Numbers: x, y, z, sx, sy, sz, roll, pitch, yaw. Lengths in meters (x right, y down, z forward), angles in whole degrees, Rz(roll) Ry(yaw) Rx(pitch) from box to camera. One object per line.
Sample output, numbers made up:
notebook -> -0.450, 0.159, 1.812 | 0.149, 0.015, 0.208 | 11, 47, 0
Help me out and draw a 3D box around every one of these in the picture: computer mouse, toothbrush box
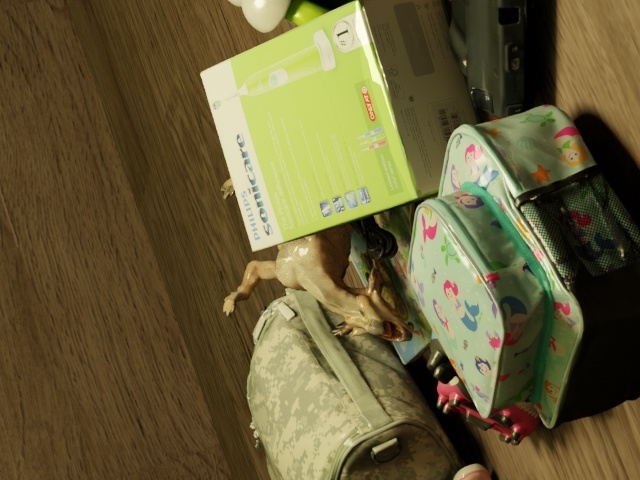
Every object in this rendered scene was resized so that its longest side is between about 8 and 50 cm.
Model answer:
computer mouse -> 0.068, -0.084, 2.104 | 0.106, 0.042, 0.193 | -123, 36, -55
toothbrush box -> 0.023, -0.123, 2.000 | 0.283, 0.122, 0.206 | -19, 88, 49

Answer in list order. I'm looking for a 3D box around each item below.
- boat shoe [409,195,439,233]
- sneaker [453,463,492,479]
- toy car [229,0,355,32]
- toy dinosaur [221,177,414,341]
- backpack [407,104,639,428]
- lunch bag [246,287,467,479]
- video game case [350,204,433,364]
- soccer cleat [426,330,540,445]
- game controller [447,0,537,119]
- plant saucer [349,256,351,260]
boat shoe -> 0.114, -0.060, 2.075 | 0.050, 0.045, 0.135 | -128, 26, -53
sneaker -> 0.189, 0.321, 2.208 | 0.070, 0.051, 0.134 | -126, 21, -47
toy car -> -0.013, -0.293, 2.146 | 0.136, 0.159, 0.182 | -61, 32, 15
toy dinosaur -> 0.000, 0.000, 2.218 | 0.127, 0.200, 0.296 | -42, 44, 46
backpack -> 0.183, 0.017, 1.675 | 0.225, 0.191, 0.253 | 94, 160, -55
lunch bag -> 0.038, 0.224, 2.304 | 0.305, 0.212, 0.256 | -123, 17, -49
video game case -> 0.088, 0.020, 2.215 | 0.212, 0.023, 0.193 | 63, 156, 12
soccer cleat -> 0.185, 0.110, 1.929 | 0.116, 0.143, 0.331 | 25, 168, 14
game controller -> 0.152, -0.265, 1.726 | 0.166, 0.067, 0.319 | -103, 7, -53
plant saucer -> 0.020, -0.095, 2.388 | 0.241, 0.037, 0.241 | 163, 90, -75
